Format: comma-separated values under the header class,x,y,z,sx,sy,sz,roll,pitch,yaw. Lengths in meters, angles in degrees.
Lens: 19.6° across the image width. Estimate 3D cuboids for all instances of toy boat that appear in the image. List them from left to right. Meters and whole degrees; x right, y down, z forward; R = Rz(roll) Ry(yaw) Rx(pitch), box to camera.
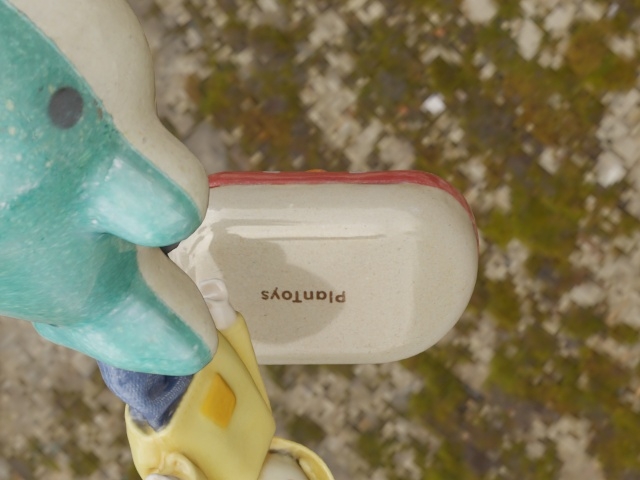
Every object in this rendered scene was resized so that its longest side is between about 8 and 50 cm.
class,x,y,z,sx,sy,sz,roll,pitch,yaw
toy boat,0.000,0.000,1.358,0.231,0.151,0.151,0,123,1

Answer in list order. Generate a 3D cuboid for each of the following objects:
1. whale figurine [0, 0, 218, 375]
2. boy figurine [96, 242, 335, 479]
class,x,y,z,sx,sy,sz,roll,pitch,yaw
whale figurine,-0.142,-0.021,0.762,0.216,0.141,0.272,18,149,34
boy figurine,-0.074,0.114,1.175,0.092,0.177,0.285,-11,127,25
